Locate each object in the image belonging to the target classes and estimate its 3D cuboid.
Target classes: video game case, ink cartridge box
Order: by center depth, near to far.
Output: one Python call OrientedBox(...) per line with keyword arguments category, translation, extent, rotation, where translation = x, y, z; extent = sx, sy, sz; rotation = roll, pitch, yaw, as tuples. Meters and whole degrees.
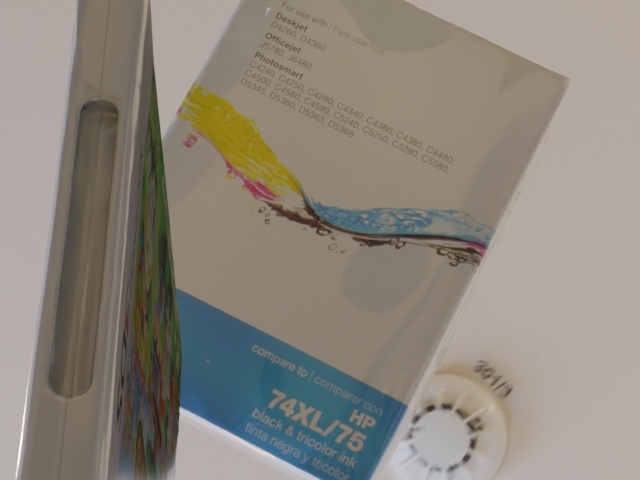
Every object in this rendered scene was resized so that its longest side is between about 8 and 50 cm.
OrientedBox(category="video game case", translation=(-0.061, 0.063, 0.475), extent=(0.023, 0.212, 0.193), rotation=(1, -127, -2))
OrientedBox(category="ink cartridge box", translation=(0.000, 0.000, 0.961), extent=(0.197, 0.198, 0.270), rotation=(26, -99, 7))
